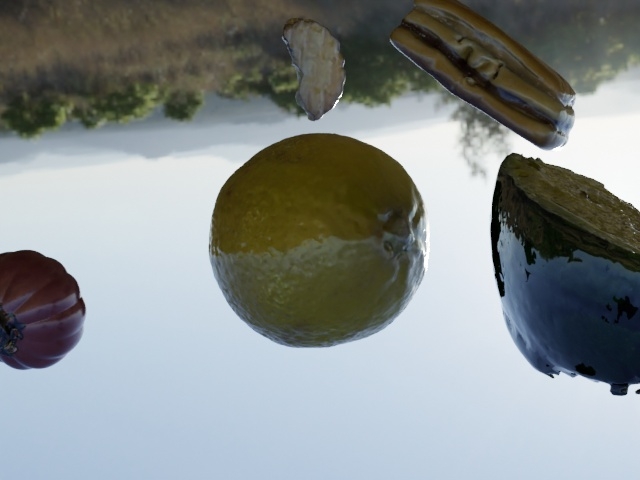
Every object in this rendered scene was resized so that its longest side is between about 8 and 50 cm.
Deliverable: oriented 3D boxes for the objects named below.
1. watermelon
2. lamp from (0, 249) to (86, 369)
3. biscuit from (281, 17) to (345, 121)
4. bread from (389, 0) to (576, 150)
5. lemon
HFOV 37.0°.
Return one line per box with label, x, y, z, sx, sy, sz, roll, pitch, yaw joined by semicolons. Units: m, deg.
watermelon;0.173;0.009;0.597;0.129;0.123;0.301;-11;-162;-2
lamp;-0.254;0.060;0.824;0.108;0.107;0.092;-5;-160;24
biscuit;-0.015;-0.306;1.680;0.118;0.183;0.061;-31;-153;-30
bread;0.163;-0.163;0.924;0.200;0.077;0.116;39;-168;15
lemon;-0.001;0.000;1.181;0.293;0.293;0.293;-7;-175;1
